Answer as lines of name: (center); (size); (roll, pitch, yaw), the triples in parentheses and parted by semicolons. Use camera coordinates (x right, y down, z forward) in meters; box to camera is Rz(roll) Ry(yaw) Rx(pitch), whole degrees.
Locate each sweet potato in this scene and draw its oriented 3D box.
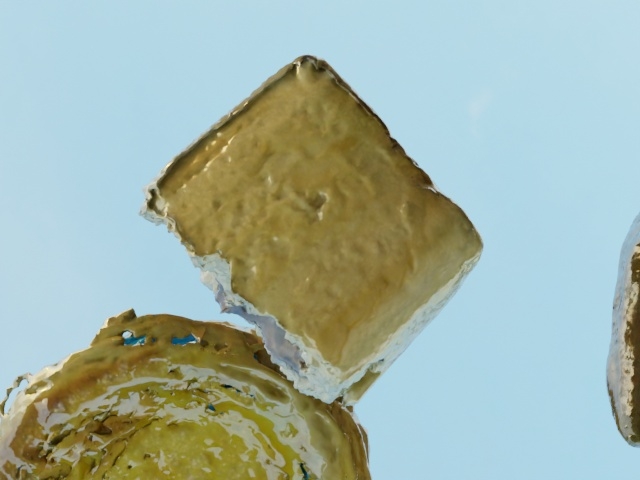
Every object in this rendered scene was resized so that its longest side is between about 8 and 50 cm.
sweet potato: (0.166, 0.023, 0.866); (0.053, 0.054, 0.182); (34, -130, -8)

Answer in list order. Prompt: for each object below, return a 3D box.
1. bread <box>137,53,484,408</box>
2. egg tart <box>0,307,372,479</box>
bread: (-0.001, -0.001, 0.766); (0.106, 0.082, 0.125); (-42, -96, -13)
egg tart: (-0.100, 0.178, 1.235); (0.291, 0.291, 0.107); (42, -176, -9)
